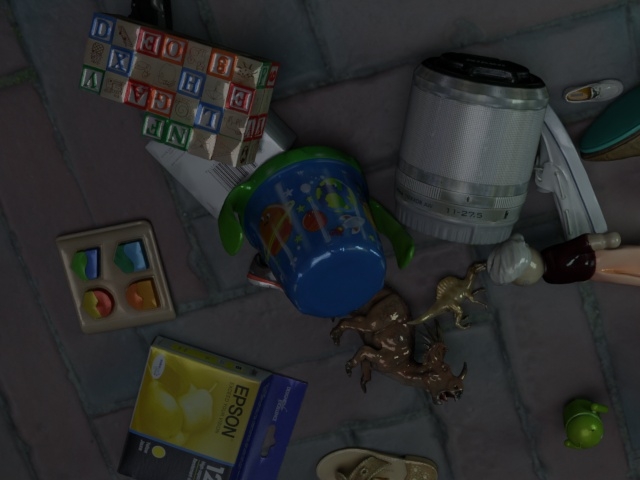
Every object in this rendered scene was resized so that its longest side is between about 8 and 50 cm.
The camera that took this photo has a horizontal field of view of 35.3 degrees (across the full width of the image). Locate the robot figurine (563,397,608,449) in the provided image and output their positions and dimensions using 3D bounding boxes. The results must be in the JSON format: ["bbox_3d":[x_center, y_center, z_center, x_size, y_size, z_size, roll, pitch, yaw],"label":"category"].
[{"bbox_3d":[0.476,0.332,1.823,0.067,0.115,0.101,30,109,-3],"label":"robot figurine"}]

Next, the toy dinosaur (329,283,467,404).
[{"bbox_3d":[0.131,0.164,1.816,0.200,0.127,0.296,-24,92,7],"label":"toy dinosaur"}]

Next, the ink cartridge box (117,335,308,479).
[{"bbox_3d":[-0.215,0.369,1.954,0.307,0.072,0.304,18,110,3],"label":"ink cartridge box"}]

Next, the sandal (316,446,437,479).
[{"bbox_3d":[0.105,0.457,1.933,0.240,0.079,0.088,0,108,8],"label":"sandal"}]

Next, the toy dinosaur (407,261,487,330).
[{"bbox_3d":[0.237,0.114,1.807,0.183,0.053,0.093,-40,101,-9],"label":"toy dinosaur"}]

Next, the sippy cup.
[{"bbox_3d":[0.000,0.000,1.670,0.305,0.224,0.240,-21,137,-4],"label":"sippy cup"}]

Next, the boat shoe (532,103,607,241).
[{"bbox_3d":[0.401,-0.109,1.694,0.084,0.095,0.258,-24,103,11],"label":"boat shoe"}]

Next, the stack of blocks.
[{"bbox_3d":[-0.233,-0.244,1.617,0.297,0.087,0.171,19,104,13],"label":"stack of blocks"}]

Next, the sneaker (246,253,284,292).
[{"bbox_3d":[-0.055,0.061,1.833,0.157,0.061,0.065,12,103,3],"label":"sneaker"}]

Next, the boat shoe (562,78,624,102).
[{"bbox_3d":[0.455,-0.246,1.672,0.100,0.035,0.035,-5,108,9],"label":"boat shoe"}]

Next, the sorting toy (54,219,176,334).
[{"bbox_3d":[-0.387,0.075,1.891,0.193,0.038,0.208,-11,107,11],"label":"sorting toy"}]

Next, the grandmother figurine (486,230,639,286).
[{"bbox_3d":[0.449,0.038,1.687,0.342,0.104,0.208,-1,148,-3],"label":"grandmother figurine"}]

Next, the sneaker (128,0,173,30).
[{"bbox_3d":[-0.317,-0.367,1.707,0.130,0.087,0.228,1,114,0],"label":"sneaker"}]

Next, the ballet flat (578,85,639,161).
[{"bbox_3d":[0.582,-0.229,1.637,0.124,0.116,0.342,35,107,-25],"label":"ballet flat"}]

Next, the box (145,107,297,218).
[{"bbox_3d":[-0.169,-0.170,1.736,0.181,0.119,0.182,-42,98,18],"label":"box"}]

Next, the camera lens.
[{"bbox_3d":[0.241,-0.155,1.634,0.219,0.219,0.274,11,110,4],"label":"camera lens"}]
